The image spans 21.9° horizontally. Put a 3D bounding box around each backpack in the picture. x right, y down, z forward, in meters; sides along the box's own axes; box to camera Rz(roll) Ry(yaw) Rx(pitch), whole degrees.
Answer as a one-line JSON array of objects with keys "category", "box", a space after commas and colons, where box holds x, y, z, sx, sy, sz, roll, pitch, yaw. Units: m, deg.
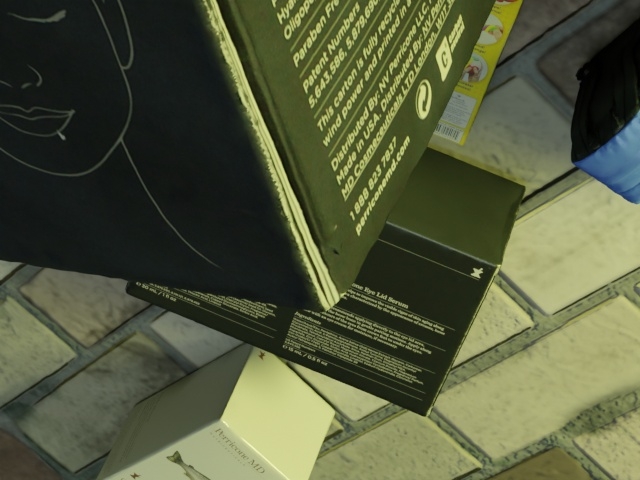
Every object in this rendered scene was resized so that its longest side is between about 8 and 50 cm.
[{"category": "backpack", "box": [0.225, -0.084, 1.096, 0.101, 0.120, 0.098, 33, 132, -9]}]

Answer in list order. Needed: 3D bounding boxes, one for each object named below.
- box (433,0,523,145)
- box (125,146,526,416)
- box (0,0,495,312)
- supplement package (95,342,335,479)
[{"category": "box", "box": [0.081, -0.158, 1.142, 0.105, 0.043, 0.179, 22, 136, 2]}, {"category": "box", "box": [0.000, 0.000, 1.271, 0.261, 0.103, 0.184, 23, 137, 2]}, {"category": "box", "box": [-0.202, -0.245, 0.922, 0.479, 0.297, 0.472, 8, 142, 27]}, {"category": "supplement package", "box": [-0.094, 0.183, 1.465, 0.105, 0.105, 0.179, 44, 130, -17]}]
